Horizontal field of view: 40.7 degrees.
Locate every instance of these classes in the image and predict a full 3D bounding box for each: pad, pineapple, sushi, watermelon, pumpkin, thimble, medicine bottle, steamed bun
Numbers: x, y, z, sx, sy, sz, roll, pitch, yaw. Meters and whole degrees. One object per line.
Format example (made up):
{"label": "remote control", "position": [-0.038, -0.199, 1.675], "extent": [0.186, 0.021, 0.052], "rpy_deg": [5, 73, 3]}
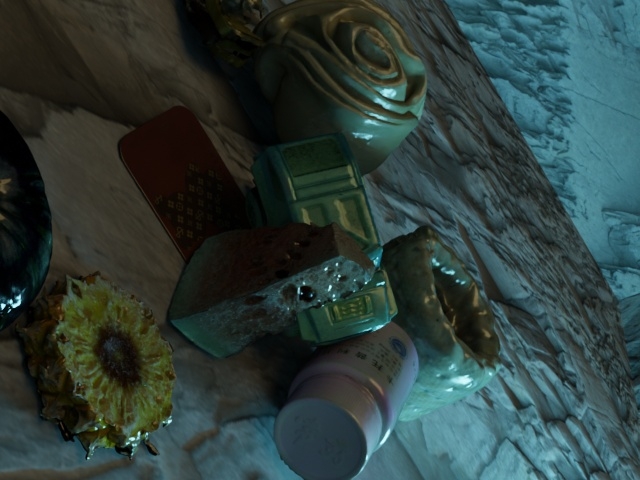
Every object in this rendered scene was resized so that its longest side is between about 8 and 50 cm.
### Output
{"label": "pad", "position": [-0.160, -0.048, 1.175], "extent": [0.267, 0.004, 0.181], "rpy_deg": [59, 34, -12]}
{"label": "pineapple", "position": [-0.216, 0.129, 0.892], "extent": [0.221, 0.047, 0.221], "rpy_deg": [45, 31, -38]}
{"label": "sushi", "position": [-0.155, -0.413, 1.397], "extent": [0.139, 0.131, 0.291], "rpy_deg": [20, 43, -53]}
{"label": "watermelon", "position": [-0.052, 0.042, 1.060], "extent": [0.094, 0.241, 0.154], "rpy_deg": [54, 30, -40]}
{"label": "pumpkin", "position": [-0.323, -0.022, 0.689], "extent": [0.233, 0.163, 0.233], "rpy_deg": [40, 37, -40]}
{"label": "thimble", "position": [0.157, 0.138, 1.427], "extent": [0.291, 0.195, 0.291], "rpy_deg": [47, 26, -32]}
{"label": "medicine bottle", "position": [0.039, 0.212, 1.182], "extent": [0.152, 0.152, 0.254], "rpy_deg": [62, 24, -8]}
{"label": "steamed bun", "position": [0.064, -0.275, 1.443], "extent": [0.324, 0.219, 0.309], "rpy_deg": [-29, 95, -46]}

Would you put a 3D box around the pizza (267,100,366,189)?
{"label": "pizza", "position": [-0.006, -0.209, 1.563], "extent": [0.297, 0.071, 0.189], "rpy_deg": [64, 25, -5]}

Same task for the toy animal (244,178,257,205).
{"label": "toy animal", "position": [-0.045, -0.015, 1.317], "extent": [0.218, 0.103, 0.101], "rpy_deg": [56, 3, -9]}

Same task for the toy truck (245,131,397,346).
{"label": "toy truck", "position": [0.000, 0.000, 1.173], "extent": [0.156, 0.155, 0.278], "rpy_deg": [142, -67, -70]}
